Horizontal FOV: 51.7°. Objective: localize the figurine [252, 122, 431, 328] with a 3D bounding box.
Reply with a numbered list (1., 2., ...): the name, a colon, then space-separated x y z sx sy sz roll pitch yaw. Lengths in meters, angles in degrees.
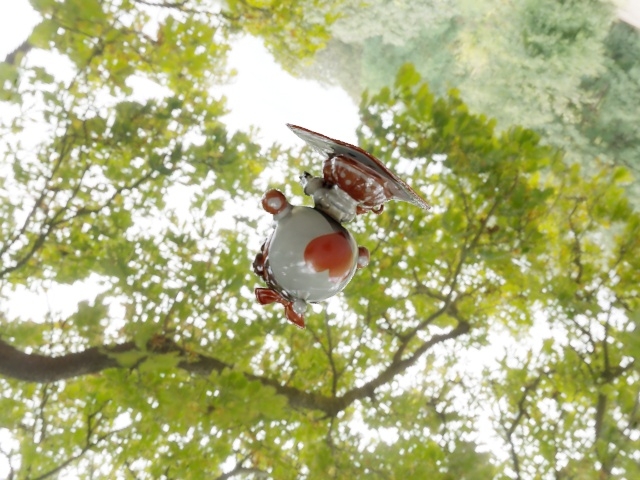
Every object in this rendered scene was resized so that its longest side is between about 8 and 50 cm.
1. figurine: 0.000 0.000 0.856 0.160 0.226 0.183 26 176 41
